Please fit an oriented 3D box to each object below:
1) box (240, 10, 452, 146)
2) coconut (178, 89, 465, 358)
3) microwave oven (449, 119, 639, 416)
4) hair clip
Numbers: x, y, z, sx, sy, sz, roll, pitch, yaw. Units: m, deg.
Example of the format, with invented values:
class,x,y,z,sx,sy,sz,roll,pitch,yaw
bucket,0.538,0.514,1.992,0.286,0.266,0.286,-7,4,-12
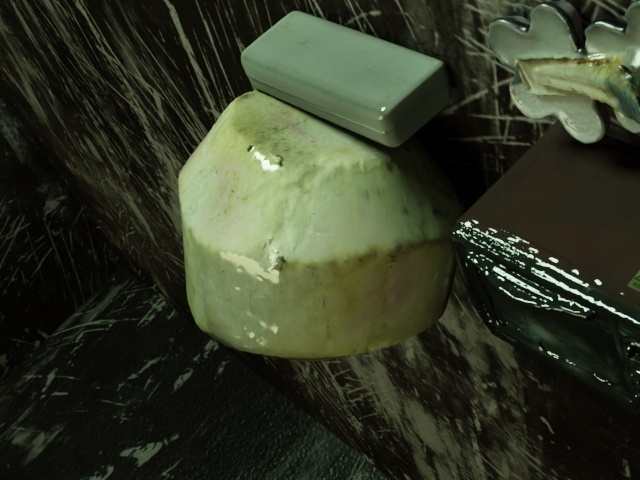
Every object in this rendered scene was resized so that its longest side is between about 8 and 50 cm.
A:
class,x,y,z,sx,sy,sz,roll,pitch,yaw
box,0.024,-0.178,1.332,0.244,0.103,0.055,29,152,42
coconut,0.000,0.000,1.449,0.353,0.352,0.352,40,163,15
microwave oven,0.267,0.037,1.140,0.247,0.188,0.178,28,158,42
hair clip,0.234,-0.132,1.023,0.146,0.075,0.257,55,167,-26
